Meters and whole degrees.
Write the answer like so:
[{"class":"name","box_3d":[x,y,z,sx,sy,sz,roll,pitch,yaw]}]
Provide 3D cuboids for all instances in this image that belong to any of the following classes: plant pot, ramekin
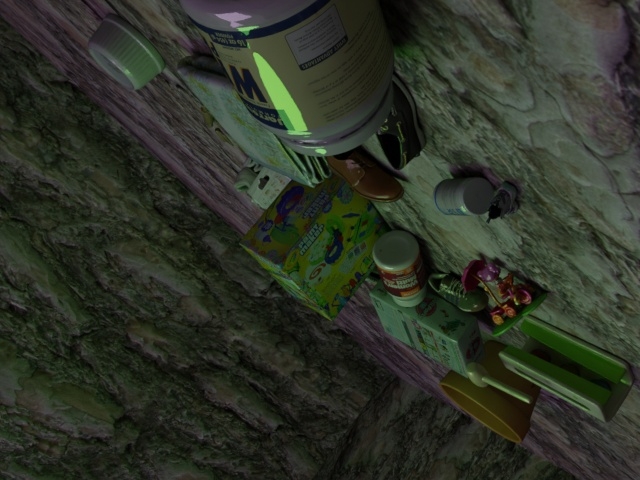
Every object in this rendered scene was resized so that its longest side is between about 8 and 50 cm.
[{"class":"plant pot","box_3d":[0.533,0.440,2.139,0.291,0.203,0.291,36,169,8]},{"class":"ramekin","box_3d":[-0.546,-0.514,1.968,0.207,0.109,0.207,37,169,9]}]

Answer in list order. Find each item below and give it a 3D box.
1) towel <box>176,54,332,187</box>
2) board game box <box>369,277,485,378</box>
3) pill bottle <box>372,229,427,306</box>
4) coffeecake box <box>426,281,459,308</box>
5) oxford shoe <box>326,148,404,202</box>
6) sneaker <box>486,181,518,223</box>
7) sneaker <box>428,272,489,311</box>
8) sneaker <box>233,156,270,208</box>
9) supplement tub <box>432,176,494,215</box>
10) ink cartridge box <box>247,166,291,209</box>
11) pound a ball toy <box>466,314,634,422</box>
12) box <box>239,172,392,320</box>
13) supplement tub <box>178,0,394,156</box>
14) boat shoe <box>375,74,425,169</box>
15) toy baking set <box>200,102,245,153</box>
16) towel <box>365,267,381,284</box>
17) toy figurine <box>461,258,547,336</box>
[{"class":"towel","box_3d":[-0.154,-0.291,1.690,0.374,0.090,0.320,28,162,48]},{"class":"board game box","box_3d":[0.303,0.238,2.009,0.303,0.097,0.224,29,158,35]},{"class":"pill bottle","box_3d":[0.216,0.080,1.868,0.121,0.121,0.221,30,160,33]},{"class":"coffeecake box","box_3d":[0.334,0.192,2.120,0.185,0.068,0.142,35,167,17]},{"class":"oxford shoe","box_3d":[0.089,-0.151,1.544,0.212,0.076,0.076,33,162,27]},{"class":"sneaker","box_3d":[0.314,-0.053,1.244,0.038,0.069,0.098,32,167,31]},{"class":"sneaker","box_3d":[0.348,0.129,1.842,0.086,0.064,0.192,38,173,-23]},{"class":"sneaker","box_3d":[-0.138,-0.137,2.168,0.292,0.118,0.110,32,165,20]},{"class":"supplement tub","box_3d":[0.260,-0.080,1.299,0.071,0.071,0.107,42,169,-17]},{"class":"ink cartridge box","box_3d":[-0.087,-0.123,2.050,0.225,0.056,0.181,43,140,1]},{"class":"pound a ball toy","box_3d":[0.537,0.326,1.679,0.319,0.208,0.136,26,163,43]},{"class":"box","box_3d":[0.000,0.000,1.844,0.177,0.290,0.279,27,163,45]},{"class":"supplement tub","box_3d":[-0.030,-0.287,0.972,0.235,0.235,0.325,31,166,31]},{"class":"boat shoe","box_3d":[0.121,-0.208,1.231,0.081,0.068,0.228,29,165,37]},{"class":"toy baking set","box_3d":[-0.264,-0.328,2.042,0.197,0.030,0.256,33,168,10]},{"class":"towel","box_3d":[0.054,0.055,2.222,0.312,0.056,0.324,27,-175,43]},{"class":"toy figurine","box_3d":[0.390,0.106,1.573,0.159,0.130,0.173,47,147,4]}]
